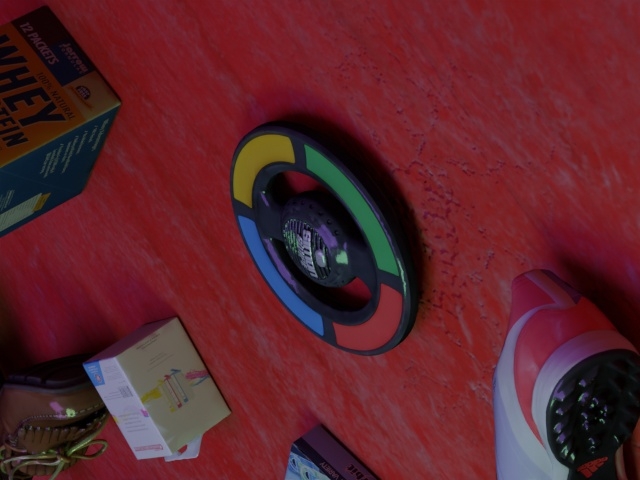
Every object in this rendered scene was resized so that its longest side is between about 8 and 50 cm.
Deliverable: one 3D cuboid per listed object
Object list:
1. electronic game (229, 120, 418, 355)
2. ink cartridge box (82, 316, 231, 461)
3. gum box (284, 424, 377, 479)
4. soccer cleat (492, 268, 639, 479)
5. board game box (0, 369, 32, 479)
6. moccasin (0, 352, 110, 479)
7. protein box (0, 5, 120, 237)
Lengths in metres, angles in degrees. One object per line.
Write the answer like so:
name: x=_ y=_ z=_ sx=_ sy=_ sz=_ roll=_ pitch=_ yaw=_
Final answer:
electronic game: x=0.000 y=0.000 z=1.436 sx=0.229 sy=0.048 sz=0.229 roll=34 pitch=141 yaw=33
ink cartridge box: x=-0.175 y=0.170 z=1.789 sx=0.092 sy=0.090 sz=0.143 roll=-16 pitch=105 yaw=58
gum box: x=0.026 y=0.298 z=1.671 sx=0.157 sy=0.041 sz=0.184 roll=42 pitch=146 yaw=25
soccer cleat: x=0.183 y=0.160 z=1.295 sx=0.318 sy=0.109 sz=0.116 roll=89 pitch=159 yaw=-45
board game box: x=-0.470 y=0.204 z=2.150 sx=0.208 sy=0.056 sz=0.346 roll=-94 pitch=-13 yaw=-68
moccasin: x=-0.332 y=0.228 z=1.989 sx=0.380 sy=0.139 sz=0.147 roll=-31 pitch=74 yaw=58
protein box: x=-0.342 y=-0.100 z=1.673 sx=0.136 sy=0.201 sz=0.200 roll=51 pitch=148 yaw=10
